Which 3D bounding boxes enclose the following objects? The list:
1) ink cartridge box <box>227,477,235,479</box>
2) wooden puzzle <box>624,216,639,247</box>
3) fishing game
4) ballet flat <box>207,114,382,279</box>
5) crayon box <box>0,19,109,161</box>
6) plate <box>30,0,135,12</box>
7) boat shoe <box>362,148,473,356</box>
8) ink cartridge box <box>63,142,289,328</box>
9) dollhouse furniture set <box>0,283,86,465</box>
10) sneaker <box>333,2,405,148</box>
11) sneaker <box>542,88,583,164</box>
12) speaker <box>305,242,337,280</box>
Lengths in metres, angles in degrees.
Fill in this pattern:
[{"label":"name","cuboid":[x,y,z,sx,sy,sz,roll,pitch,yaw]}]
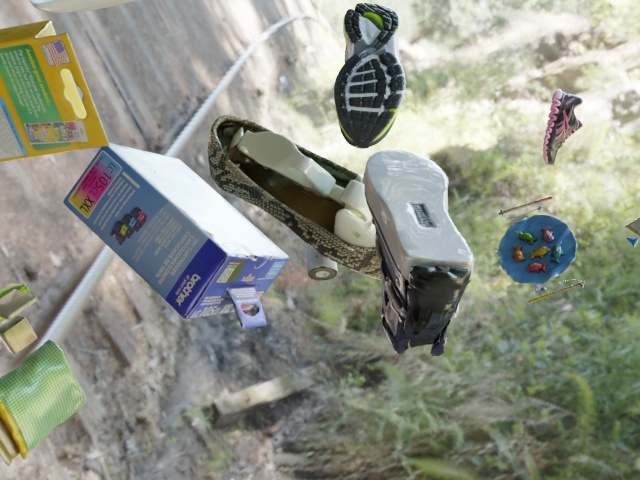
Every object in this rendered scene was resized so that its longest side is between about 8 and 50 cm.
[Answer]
[{"label":"ink cartridge box","cuboid":[-0.091,0.472,0.817,0.330,0.071,0.324,52,41,-5]},{"label":"wooden puzzle","cuboid":[0.588,-0.027,1.448,0.014,0.116,0.078,63,-1,-31]},{"label":"fishing game","cuboid":[0.511,0.016,1.950,0.041,0.189,0.264,47,30,-54]},{"label":"ballet flat","cuboid":[-0.002,-0.080,1.411,0.482,0.164,0.182,29,-20,16]},{"label":"crayon box","cuboid":[-0.520,-0.237,1.349,0.083,0.322,0.203,-84,165,-54]},{"label":"plate","cuboid":[-0.301,-0.424,1.262,0.277,0.278,0.045,-113,-168,-50]},{"label":"boat shoe","cuboid":[0.116,0.010,1.127,0.341,0.127,0.158,-93,-169,-58]},{"label":"ink cartridge box","cuboid":[-0.239,0.002,1.527,0.395,0.151,0.270,39,12,18]},{"label":"dollhouse furniture set","cuboid":[-0.529,0.256,1.473,0.151,0.197,0.302,9,-51,45]},{"label":"sneaker","cuboid":[0.082,-0.246,1.302,0.121,0.111,0.300,86,11,-50]},{"label":"sneaker","cuboid":[0.383,-0.175,1.288,0.047,0.057,0.119,-27,128,-77]},{"label":"speaker","cuboid":[0.000,0.000,1.478,0.055,0.055,0.136,54,28,-57]}]
